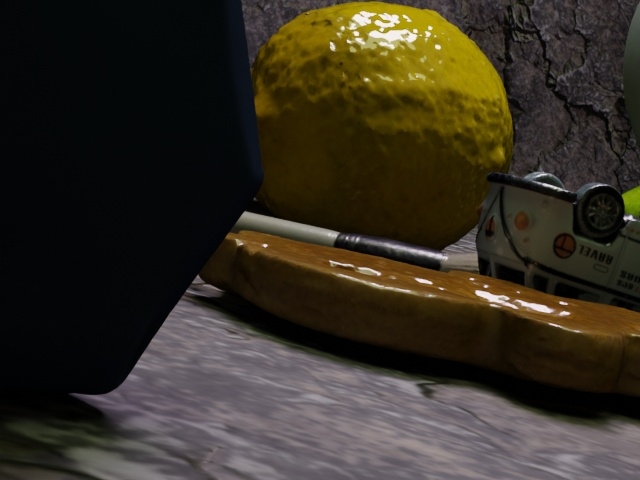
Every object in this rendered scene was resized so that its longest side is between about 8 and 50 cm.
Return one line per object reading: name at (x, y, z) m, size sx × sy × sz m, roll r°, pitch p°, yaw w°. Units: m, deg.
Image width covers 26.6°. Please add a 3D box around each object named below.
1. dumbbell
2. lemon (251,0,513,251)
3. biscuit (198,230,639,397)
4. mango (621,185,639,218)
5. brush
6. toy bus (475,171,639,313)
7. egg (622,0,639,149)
dumbbell at (-0.171, -0.059, 0.432) m, size 0.316 × 0.143 × 0.156 m, roll 17°, pitch 5°, yaw 39°
lemon at (0.041, -0.080, 1.000) m, size 0.231 × 0.192 × 0.192 m, roll 3°, pitch 9°, yaw -29°
biscuit at (0.067, 0.038, 0.632) m, size 0.249 × 0.035 × 0.184 m, roll 12°, pitch 4°, yaw -10°
mango at (0.387, 0.021, 1.031) m, size 0.343 × 0.156 × 0.192 m, roll 12°, pitch -7°, yaw 21°
brush at (0.000, 0.000, 0.855) m, size 0.299 × 0.042 × 0.039 m, roll 14°, pitch 31°, yaw 18°
toy bus at (0.176, 0.021, 0.775) m, size 0.194 × 0.089 × 0.087 m, roll 18°, pitch 2°, yaw -21°
egg at (0.350, -0.094, 0.824) m, size 0.276 × 0.276 × 0.389 m, roll 11°, pitch 11°, yaw -32°
